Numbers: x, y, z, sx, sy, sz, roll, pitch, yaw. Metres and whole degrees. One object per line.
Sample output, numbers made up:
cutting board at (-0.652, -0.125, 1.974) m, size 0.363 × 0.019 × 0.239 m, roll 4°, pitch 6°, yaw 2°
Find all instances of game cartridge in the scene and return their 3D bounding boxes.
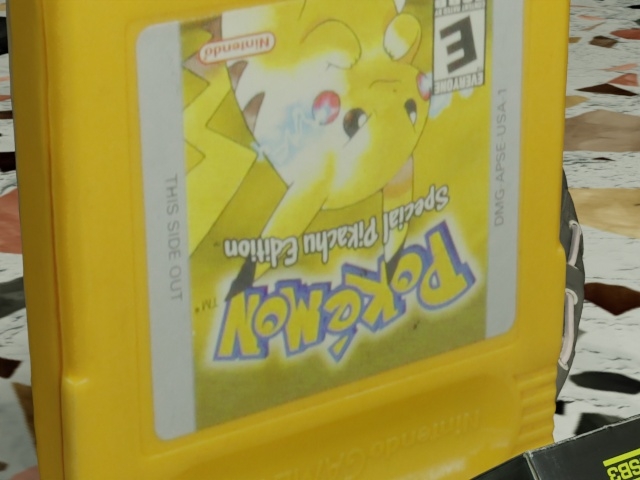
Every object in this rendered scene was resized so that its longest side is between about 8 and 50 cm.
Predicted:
game cartridge at (0.000, 0.000, 0.834) m, size 0.285 × 0.324 × 0.052 m, roll -15°, pitch 22°, yaw -34°

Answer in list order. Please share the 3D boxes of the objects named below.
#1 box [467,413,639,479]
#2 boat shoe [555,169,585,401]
box at (0.112, 0.111, 0.788) m, size 0.184 × 0.045 × 0.190 m, roll -16°, pitch -13°, yaw -35°
boat shoe at (0.110, 0.027, 1.130) m, size 0.112 × 0.095 × 0.335 m, roll -32°, pitch 7°, yaw 19°
